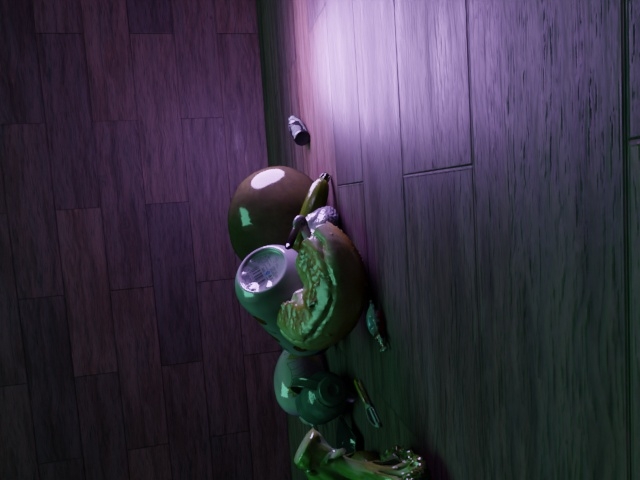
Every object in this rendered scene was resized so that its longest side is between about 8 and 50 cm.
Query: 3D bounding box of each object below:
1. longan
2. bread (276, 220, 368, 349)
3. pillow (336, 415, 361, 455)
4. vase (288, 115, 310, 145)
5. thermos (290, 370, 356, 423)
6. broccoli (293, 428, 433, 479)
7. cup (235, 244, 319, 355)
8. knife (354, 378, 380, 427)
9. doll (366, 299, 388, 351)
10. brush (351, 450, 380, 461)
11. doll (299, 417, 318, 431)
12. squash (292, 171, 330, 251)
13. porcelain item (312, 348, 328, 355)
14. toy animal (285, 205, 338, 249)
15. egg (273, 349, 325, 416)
[{"bbox_3d":[-0.135,-0.061,1.588,0.361,0.361,0.360,175,90,-78],"label":"longan"},{"bbox_3d":[0.027,0.123,1.168,0.192,0.171,0.313,25,105,51],"label":"bread"},{"bbox_3d":[0.082,0.625,1.398,0.141,0.055,0.208,-161,67,-72],"label":"pillow"},{"bbox_3d":[-0.087,-0.407,1.778,0.211,0.060,0.059,-114,22,-55],"label":"vase"},{"bbox_3d":[-0.003,0.458,1.464,0.286,0.182,0.144,108,-179,-63],"label":"thermos"},{"bbox_3d":[0.074,0.448,0.882,0.254,0.269,0.268,-46,-44,-69],"label":"broccoli"},{"bbox_3d":[-0.095,0.163,1.374,0.317,0.213,0.212,56,-166,-48],"label":"cup"},{"bbox_3d":[0.116,0.409,1.231,0.026,0.022,0.184,-63,22,16],"label":"knife"},{"bbox_3d":[0.121,0.187,1.075,0.057,0.039,0.114,7,-117,-59],"label":"doll"},{"bbox_3d":[0.077,0.599,1.153,0.266,0.166,0.174,124,140,-68],"label":"brush"},{"bbox_3d":[-0.053,0.574,1.948,0.160,0.095,0.365,113,149,-51],"label":"doll"},{"bbox_3d":[-0.025,-0.085,1.416,0.066,0.066,0.251,164,126,-78],"label":"squash"},{"bbox_3d":[-0.029,0.286,1.574,0.114,0.147,0.147,97,163,-47],"label":"porcelain item"},{"bbox_3d":[-0.002,-0.025,1.308,0.324,0.091,0.195,44,-131,-64],"label":"toy animal"},{"bbox_3d":[-0.071,0.494,1.768,0.196,0.197,0.271,102,174,-54],"label":"egg"}]
